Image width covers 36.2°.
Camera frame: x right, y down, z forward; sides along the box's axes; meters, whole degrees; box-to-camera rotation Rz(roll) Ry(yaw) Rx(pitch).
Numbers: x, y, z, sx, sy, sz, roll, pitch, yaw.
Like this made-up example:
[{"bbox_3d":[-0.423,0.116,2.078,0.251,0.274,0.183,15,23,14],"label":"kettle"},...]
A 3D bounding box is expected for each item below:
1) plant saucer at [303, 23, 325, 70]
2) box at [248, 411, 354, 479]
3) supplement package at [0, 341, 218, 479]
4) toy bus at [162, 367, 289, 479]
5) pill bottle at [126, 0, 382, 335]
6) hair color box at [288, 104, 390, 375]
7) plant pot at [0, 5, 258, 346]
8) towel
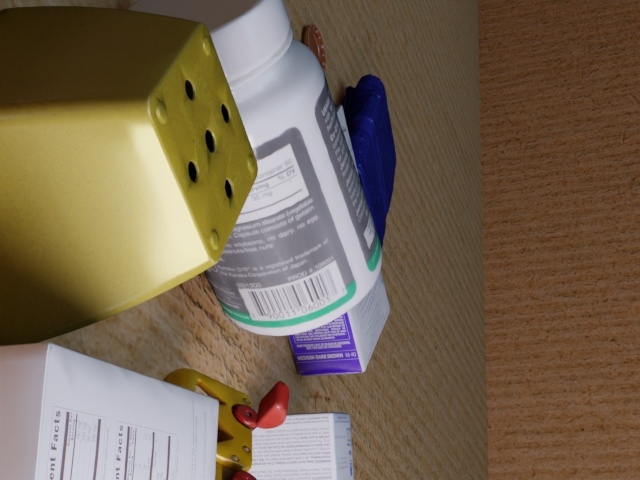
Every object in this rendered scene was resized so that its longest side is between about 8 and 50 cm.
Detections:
[{"bbox_3d":[-0.011,-0.314,1.611,0.083,0.013,0.083,-7,90,-71],"label":"plant saucer"},{"bbox_3d":[-0.030,0.276,1.161,0.072,0.126,0.137,31,55,-69],"label":"box"},{"bbox_3d":[-0.188,0.165,0.711,0.244,0.139,0.134,42,46,-64],"label":"supplement package"},{"bbox_3d":[-0.122,0.206,0.879,0.104,0.202,0.191,29,64,-16],"label":"toy bus"},{"bbox_3d":[-0.072,-0.090,1.047,0.204,0.204,0.361,-74,151,-49],"label":"pill bottle"},{"bbox_3d":[0.000,0.000,1.384,0.185,0.110,0.339,-58,139,-60],"label":"hair color box"},{"bbox_3d":[-0.170,-0.065,0.774,0.212,0.187,0.212,-71,148,-52],"label":"plant pot"},{"bbox_3d":[0.071,-0.122,1.709,0.308,0.076,0.228,-75,159,-49],"label":"towel"}]
